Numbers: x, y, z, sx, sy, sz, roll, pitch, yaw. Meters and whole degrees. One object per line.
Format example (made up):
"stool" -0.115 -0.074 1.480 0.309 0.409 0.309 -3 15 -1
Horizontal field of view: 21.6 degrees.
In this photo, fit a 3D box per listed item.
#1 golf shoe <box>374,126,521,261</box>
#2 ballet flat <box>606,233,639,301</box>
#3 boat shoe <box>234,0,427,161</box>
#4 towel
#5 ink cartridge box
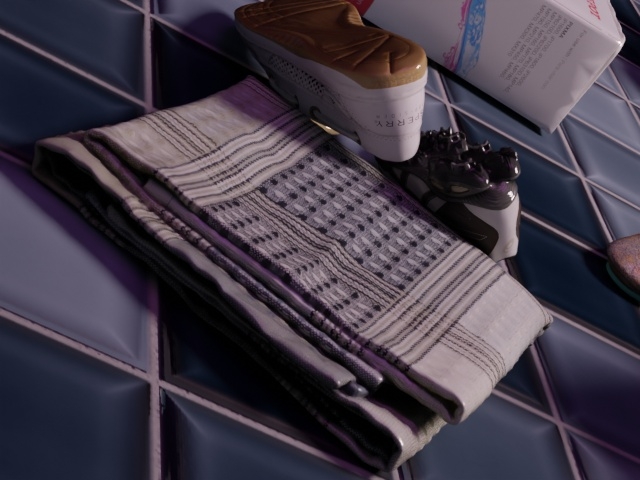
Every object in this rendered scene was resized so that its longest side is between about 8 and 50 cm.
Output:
"golf shoe" 0.100 -0.035 1.329 0.077 0.094 0.198 -19 17 -11
"ballet flat" 0.396 0.026 1.562 0.316 0.106 0.107 16 31 -38
"boat shoe" 0.002 -0.130 1.349 0.098 0.096 0.277 -14 25 -16
"towel" 0.000 0.000 1.141 0.312 0.056 0.324 40 25 10
"ink cartridge box" 0.147 -0.272 1.748 0.306 0.131 0.226 32 23 -12
